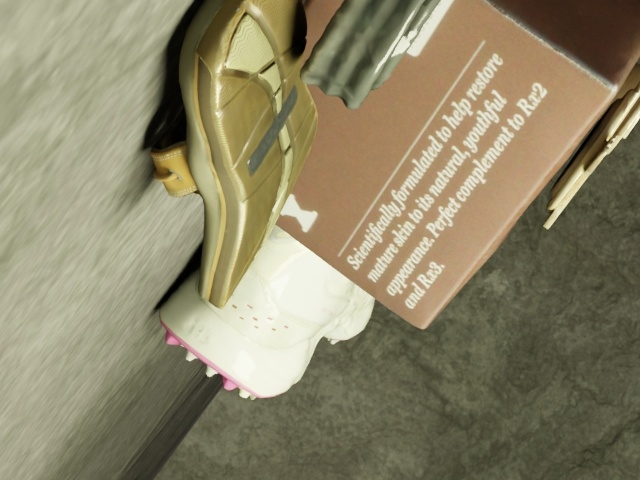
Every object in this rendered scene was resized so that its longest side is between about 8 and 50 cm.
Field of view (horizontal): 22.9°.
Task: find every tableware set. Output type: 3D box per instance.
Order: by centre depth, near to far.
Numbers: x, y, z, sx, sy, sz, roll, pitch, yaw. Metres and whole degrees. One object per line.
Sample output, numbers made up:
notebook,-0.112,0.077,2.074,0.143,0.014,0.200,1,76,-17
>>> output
tableware set,0.153,-0.080,0.695,0.141,0.020,0.168,-57,176,33

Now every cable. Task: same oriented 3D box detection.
cable,0.068,-0.178,0.500,0.287,0.072,0.139,-50,-167,30

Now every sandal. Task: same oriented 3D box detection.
sandal,-0.037,-0.039,0.577,0.072,0.049,0.180,-58,165,-24

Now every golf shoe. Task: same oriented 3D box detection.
golf shoe,0.000,0.000,1.071,0.140,0.115,0.306,-58,177,21

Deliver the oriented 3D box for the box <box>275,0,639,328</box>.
box,0.118,-0.154,0.804,0.381,0.143,0.191,-49,175,-41
